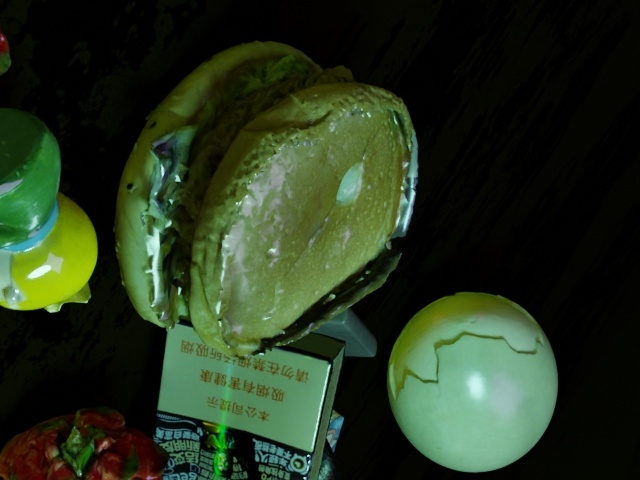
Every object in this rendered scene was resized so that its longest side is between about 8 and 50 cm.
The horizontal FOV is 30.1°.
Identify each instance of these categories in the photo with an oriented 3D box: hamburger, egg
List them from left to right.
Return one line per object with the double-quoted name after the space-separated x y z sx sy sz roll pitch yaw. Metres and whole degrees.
-0.045 -0.051 1.194 0.318 0.195 0.277 -26 129 -37 "hamburger"
0.245 0.219 1.922 0.278 0.278 0.336 -42 151 -22 "egg"

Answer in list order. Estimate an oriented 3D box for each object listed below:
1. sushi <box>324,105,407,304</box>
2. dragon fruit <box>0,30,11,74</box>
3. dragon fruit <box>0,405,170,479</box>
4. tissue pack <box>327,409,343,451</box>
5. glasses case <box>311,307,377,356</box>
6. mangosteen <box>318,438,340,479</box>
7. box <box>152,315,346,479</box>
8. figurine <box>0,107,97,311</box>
0.000 0.000 1.463 0.294 0.059 0.292 -25 140 -32 "sushi"
-0.287 -0.133 0.822 0.142 0.130 0.121 -6 151 -2 "dragon fruit"
-0.257 0.299 1.299 0.192 0.193 0.274 -19 129 -26 "dragon fruit"
-0.033 0.338 1.851 0.115 0.065 0.155 -27 144 -44 "tissue pack"
0.025 0.125 1.686 0.190 0.072 0.042 52 34 -64 "glasses case"
-0.085 0.322 1.587 0.216 0.216 0.216 -38 150 -27 "mangosteen"
-0.097 0.244 1.410 0.084 0.198 0.310 -45 148 -70 "box"
-0.284 -0.001 0.998 0.185 0.127 0.234 -29 160 -18 "figurine"
